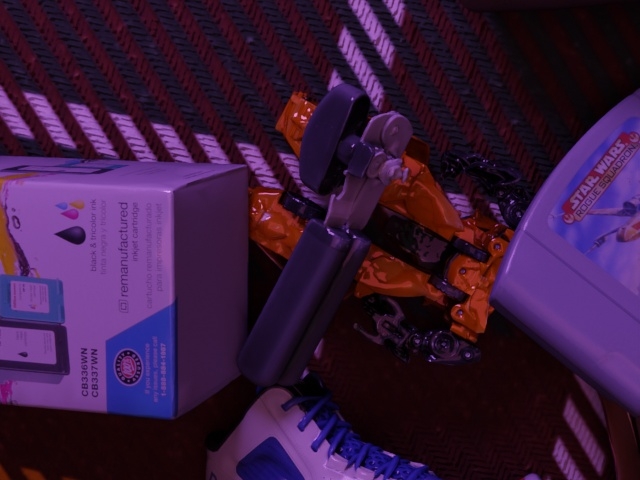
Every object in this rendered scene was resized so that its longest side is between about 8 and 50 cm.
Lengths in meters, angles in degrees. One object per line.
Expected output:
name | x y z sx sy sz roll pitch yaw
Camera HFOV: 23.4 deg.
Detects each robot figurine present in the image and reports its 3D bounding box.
robot figurine | 0.070 -0.012 1.456 0.291 0.085 0.211 29 98 -4

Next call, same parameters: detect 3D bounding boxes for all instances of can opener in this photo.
can opener | 0.000 0.000 1.390 0.093 0.074 0.280 30 103 31

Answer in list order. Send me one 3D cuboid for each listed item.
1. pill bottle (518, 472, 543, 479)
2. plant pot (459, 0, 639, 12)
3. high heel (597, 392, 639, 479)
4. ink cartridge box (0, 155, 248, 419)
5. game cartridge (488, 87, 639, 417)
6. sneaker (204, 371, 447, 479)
pill bottle | 0.152 0.335 1.491 0.221 0.124 0.124 -36 98 3
plant pot | 0.218 -0.300 1.351 0.229 0.263 0.263 -17 99 19
high heel | 0.271 0.189 1.440 0.181 0.127 0.377 12 75 -16
ink cartridge box | -0.221 0.033 1.372 0.270 0.197 0.198 3 99 16
game cartridge | 0.297 -0.012 1.400 0.198 0.062 0.297 40 73 3
sneaker | 0.009 0.213 1.439 0.315 0.127 0.182 -4 92 27
